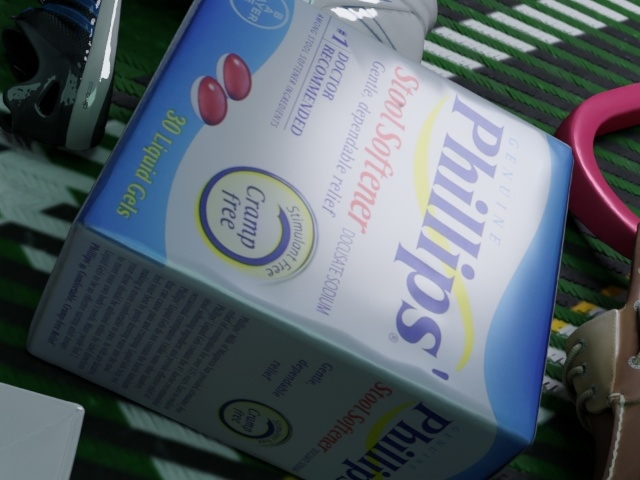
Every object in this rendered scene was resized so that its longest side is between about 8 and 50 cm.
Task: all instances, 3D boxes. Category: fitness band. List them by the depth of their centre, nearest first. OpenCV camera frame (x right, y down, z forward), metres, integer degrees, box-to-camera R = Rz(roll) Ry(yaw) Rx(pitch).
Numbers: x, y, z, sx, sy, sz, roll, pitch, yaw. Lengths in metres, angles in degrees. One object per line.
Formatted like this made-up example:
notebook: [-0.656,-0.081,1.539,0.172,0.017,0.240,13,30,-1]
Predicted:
fitness band: [0.339,-0.056,1.014,0.291,0.054,0.209,-16,63,-37]

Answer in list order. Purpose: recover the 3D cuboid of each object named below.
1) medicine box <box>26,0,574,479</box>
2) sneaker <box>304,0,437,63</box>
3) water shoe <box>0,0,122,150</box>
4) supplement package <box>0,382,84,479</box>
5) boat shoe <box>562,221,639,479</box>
medicine box: [0.000,0.000,0.720,0.289,0.149,0.263,26,49,-9]
sneaker: [-0.028,-0.199,0.863,0.297,0.111,0.129,20,58,-25]
water shoe: [-0.188,-0.158,0.782,0.080,0.073,0.203,9,52,-17]
supplement package: [-0.230,0.147,0.452,0.194,0.203,0.149,19,51,-14]
boat shoe: [0.238,0.110,0.806,0.116,0.123,0.324,18,52,21]
